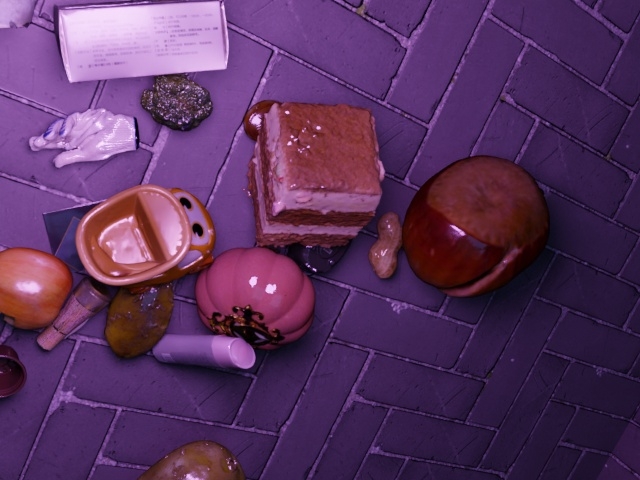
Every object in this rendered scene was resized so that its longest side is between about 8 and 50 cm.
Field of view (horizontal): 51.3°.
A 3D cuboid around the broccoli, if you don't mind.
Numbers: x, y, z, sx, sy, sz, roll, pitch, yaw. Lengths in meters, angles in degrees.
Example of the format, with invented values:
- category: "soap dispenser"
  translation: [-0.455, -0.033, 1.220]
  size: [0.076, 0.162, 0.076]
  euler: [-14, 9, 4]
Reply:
- category: "broccoli"
  translation: [-0.314, -0.309, 1.465]
  size: [0.146, 0.137, 0.162]
  euler: [-22, 161, 16]

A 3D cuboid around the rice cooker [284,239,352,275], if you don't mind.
- category: "rice cooker"
  translation: [-0.001, 0.001, 1.743]
  size: [0.142, 0.118, 0.203]
  euler: [36, 89, -32]

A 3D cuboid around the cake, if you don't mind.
- category: "cake"
  translation: [-0.010, -0.146, 1.546]
  size: [0.282, 0.290, 0.255]
  euler: [0, 68, -23]

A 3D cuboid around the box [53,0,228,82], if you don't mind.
- category: "box"
  translation: [-0.365, -0.421, 1.373]
  size: [0.333, 0.173, 0.145]
  euler: [-12, 116, -21]

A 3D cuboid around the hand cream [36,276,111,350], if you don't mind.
- category: "hand cream"
  translation: [-0.588, 0.181, 1.567]
  size: [0.203, 0.084, 0.084]
  euler: [-45, 122, 3]

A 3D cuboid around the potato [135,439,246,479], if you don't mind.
- category: "potato"
  translation: [-0.378, 0.688, 1.783]
  size: [0.359, 0.219, 0.269]
  euler: [-24, 125, -12]

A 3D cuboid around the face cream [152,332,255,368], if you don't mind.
- category: "face cream"
  translation: [-0.291, 0.271, 1.634]
  size: [0.107, 0.270, 0.073]
  euler: [46, 52, -44]

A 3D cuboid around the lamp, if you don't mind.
- category: "lamp"
  translation: [-0.156, 0.132, 1.651]
  size: [0.306, 0.239, 0.305]
  euler: [9, 140, 8]

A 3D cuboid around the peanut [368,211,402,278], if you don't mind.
- category: "peanut"
  translation: [0.182, 0.014, 1.859]
  size: [0.089, 0.089, 0.192]
  euler: [5, 104, -27]

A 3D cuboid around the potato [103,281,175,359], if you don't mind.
- category: "potato"
  translation: [-0.438, 0.183, 1.613]
  size: [0.150, 0.113, 0.251]
  euler: [22, 100, -25]

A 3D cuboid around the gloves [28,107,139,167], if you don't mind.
- category: "gloves"
  translation: [-0.504, -0.221, 1.434]
  size: [0.229, 0.097, 0.119]
  euler: [-11, 109, -26]

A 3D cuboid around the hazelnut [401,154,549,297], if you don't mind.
- category: "hazelnut"
  translation: [0.416, -0.026, 1.799]
  size: [0.410, 0.359, 0.359]
  euler: [-35, 121, -16]

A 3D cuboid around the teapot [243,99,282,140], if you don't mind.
- category: "teapot"
  translation: [-0.120, -0.286, 1.596]
  size: [0.129, 0.078, 0.098]
  euler: [-23, 118, -15]

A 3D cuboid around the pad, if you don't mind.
- category: "pad"
  translation: [-0.509, -0.015, 1.566]
  size: [0.243, 0.004, 0.163]
  euler: [-14, 115, -20]

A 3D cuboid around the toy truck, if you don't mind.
- category: "toy truck"
  translation: [-0.376, -0.004, 1.475]
  size: [0.288, 0.211, 0.204]
  euler: [-24, 84, -13]

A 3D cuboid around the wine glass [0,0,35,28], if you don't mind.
- category: "wine glass"
  translation: [-0.625, -0.537, 1.177]
  size: [0.238, 0.238, 0.322]
  euler: [-12, 111, -21]

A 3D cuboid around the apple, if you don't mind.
- category: "apple"
  translation: [-0.647, 0.105, 1.457]
  size: [0.199, 0.199, 0.199]
  euler: [-9, 113, -22]

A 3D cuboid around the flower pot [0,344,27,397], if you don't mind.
- category: "flower pot"
  translation: [-0.736, 0.292, 1.532]
  size: [0.111, 0.089, 0.111]
  euler: [-9, 112, -22]
